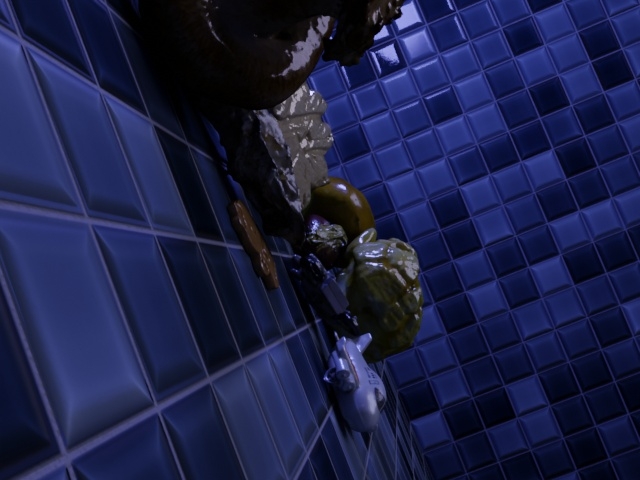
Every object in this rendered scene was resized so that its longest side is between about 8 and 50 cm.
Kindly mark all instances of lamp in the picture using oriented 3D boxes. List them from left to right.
[{"bbox_3d":[0.002,0.004,1.932,0.157,0.135,0.156,-112,178,-53],"label":"lamp"}]

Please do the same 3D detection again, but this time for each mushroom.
[{"bbox_3d":[-0.101,-0.358,1.124,0.334,0.331,0.356,38,-6,-19],"label":"mushroom"}]

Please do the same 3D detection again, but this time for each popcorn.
[{"bbox_3d":[0.155,0.152,1.954,0.293,0.334,0.292,42,37,17],"label":"popcorn"}]

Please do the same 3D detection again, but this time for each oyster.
[{"bbox_3d":[-0.124,-0.169,1.363,0.396,0.111,0.204,61,14,-10],"label":"oyster"}]

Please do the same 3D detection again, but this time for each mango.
[{"bbox_3d":[0.045,-0.053,2.090,0.253,0.182,0.365,43,-15,11],"label":"mango"}]

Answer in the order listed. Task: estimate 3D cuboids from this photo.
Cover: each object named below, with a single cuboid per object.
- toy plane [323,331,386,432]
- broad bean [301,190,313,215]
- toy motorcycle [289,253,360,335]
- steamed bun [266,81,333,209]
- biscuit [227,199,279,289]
[{"bbox_3d":[0.078,0.297,1.570,0.245,0.118,0.244,-21,90,-87],"label":"toy plane"},{"bbox_3d":[-0.086,-0.168,1.853,0.291,0.119,0.238,-23,100,-83],"label":"broad bean"},{"bbox_3d":[0.006,0.123,1.687,0.225,0.073,0.152,56,-18,-16],"label":"toy motorcycle"},{"bbox_3d":[-0.090,-0.201,1.589,0.295,0.137,0.292,46,55,-54],"label":"steamed bun"},{"bbox_3d":[-0.114,0.003,1.298,0.133,0.027,0.184,-98,165,-66],"label":"biscuit"}]
